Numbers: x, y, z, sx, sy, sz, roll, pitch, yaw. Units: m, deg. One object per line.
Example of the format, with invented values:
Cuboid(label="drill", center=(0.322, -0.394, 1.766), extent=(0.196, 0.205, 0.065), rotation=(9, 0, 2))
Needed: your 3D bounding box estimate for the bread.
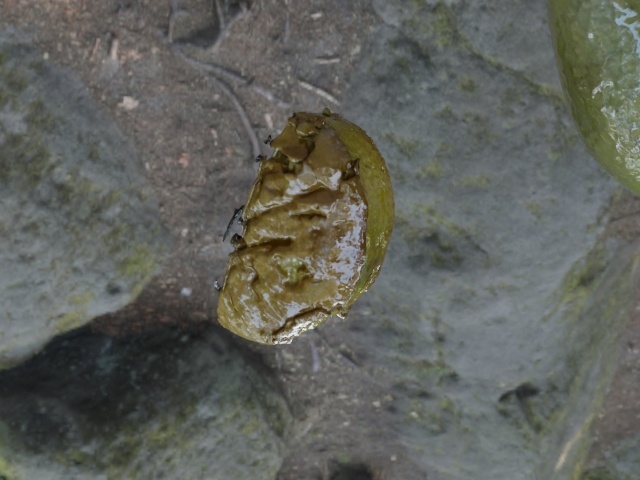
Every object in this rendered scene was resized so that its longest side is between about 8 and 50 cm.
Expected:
Cuboid(label="bread", center=(-0.003, 0.004, 0.789), extent=(0.160, 0.147, 0.261), rotation=(-16, 132, -60))

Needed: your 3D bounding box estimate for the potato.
Cuboid(label="potato", center=(0.229, -0.132, 0.466), extent=(0.174, 0.159, 0.251), rotation=(-35, 105, 8))
